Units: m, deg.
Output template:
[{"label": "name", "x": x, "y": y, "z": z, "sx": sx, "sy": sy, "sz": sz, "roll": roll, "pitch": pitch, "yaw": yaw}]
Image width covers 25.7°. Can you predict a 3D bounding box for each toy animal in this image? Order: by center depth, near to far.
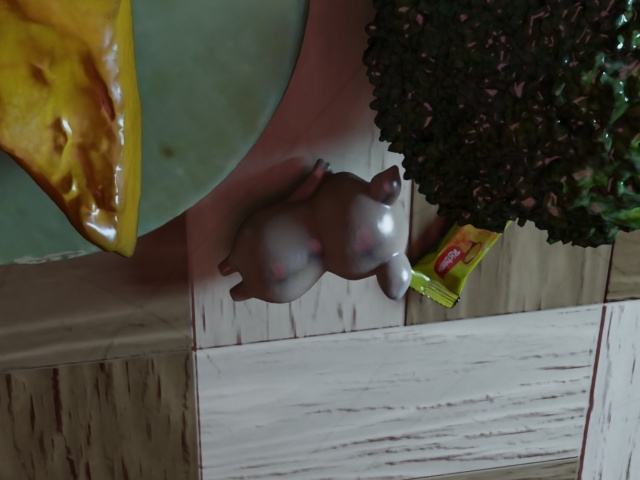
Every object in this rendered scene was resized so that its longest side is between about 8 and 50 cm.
[{"label": "toy animal", "x": 0.000, "y": 0.003, "z": 0.998, "sx": 0.150, "sy": 0.089, "sz": 0.083, "roll": -21, "pitch": 129, "yaw": 12}]

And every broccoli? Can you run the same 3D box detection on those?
[{"label": "broccoli", "x": 0.150, "y": -0.138, "z": 0.845, "sx": 0.235, "sy": 0.288, "sz": 0.260, "roll": 37, "pitch": 67, "yaw": -39}]

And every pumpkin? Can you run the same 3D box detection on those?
[{"label": "pumpkin", "x": -0.166, "y": -0.142, "z": 0.675, "sx": 0.258, "sy": 0.095, "sz": 0.290, "roll": 11, "pitch": 124, "yaw": -26}]

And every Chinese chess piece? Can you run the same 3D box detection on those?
[{"label": "Chinese chess piece", "x": -0.180, "y": -0.154, "z": 0.811, "sx": 0.349, "sy": 0.146, "sz": 0.349, "roll": -7, "pitch": 125, "yaw": -10}]

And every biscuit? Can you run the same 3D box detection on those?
[{"label": "biscuit", "x": 0.160, "y": -0.068, "z": 1.024, "sx": 0.048, "sy": 0.026, "sz": 0.292, "roll": 33, "pitch": 112, "yaw": -9}]
